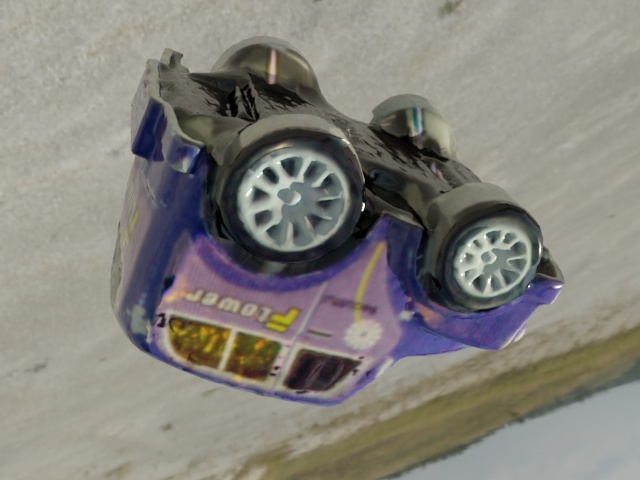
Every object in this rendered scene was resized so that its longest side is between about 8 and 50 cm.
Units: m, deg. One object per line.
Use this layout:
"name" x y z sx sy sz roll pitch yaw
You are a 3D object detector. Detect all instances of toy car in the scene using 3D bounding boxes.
"toy car" 0.000 0.000 0.495 0.235 0.172 0.158 19 112 -19
